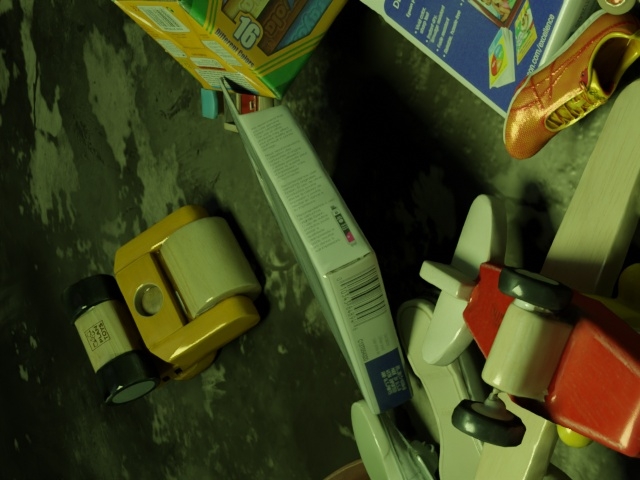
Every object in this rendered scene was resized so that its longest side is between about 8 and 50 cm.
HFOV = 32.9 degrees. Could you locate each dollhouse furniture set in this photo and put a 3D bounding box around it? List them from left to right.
[{"bbox_3d":[-0.124,-0.231,1.485,0.129,0.129,0.184,20,116,50],"label":"dollhouse furniture set"}]

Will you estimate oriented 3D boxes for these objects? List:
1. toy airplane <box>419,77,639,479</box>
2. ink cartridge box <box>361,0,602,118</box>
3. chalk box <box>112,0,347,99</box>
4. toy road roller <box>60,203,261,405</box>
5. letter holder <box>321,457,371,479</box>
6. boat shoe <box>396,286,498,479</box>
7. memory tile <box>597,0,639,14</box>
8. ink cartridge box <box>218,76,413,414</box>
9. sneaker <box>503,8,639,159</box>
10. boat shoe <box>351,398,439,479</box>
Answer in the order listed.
[{"bbox_3d":[0.242,0.094,1.021,0.386,0.272,0.384,115,169,-52],"label":"toy airplane"},{"bbox_3d":[0.172,-0.320,1.102,0.307,0.072,0.304,49,138,35],"label":"ink cartridge box"},{"bbox_3d":[-0.071,-0.338,1.287,0.179,0.289,0.180,43,165,-35],"label":"chalk box"},{"bbox_3d":[-0.229,0.115,1.741,0.329,0.240,0.203,-34,69,14],"label":"toy road roller"},{"bbox_3d":[0.020,0.435,1.506,0.302,0.152,0.214,-43,65,51],"label":"letter holder"},{"bbox_3d":[0.187,0.210,1.262,0.112,0.095,0.335,-8,100,58],"label":"boat shoe"},{"bbox_3d":[0.304,-0.252,0.929,0.148,0.012,0.113,3,117,33],"label":"memory tile"},{"bbox_3d":[0.000,0.000,1.303,0.324,0.071,0.330,70,175,-54],"label":"ink cartridge box"},{"bbox_3d":[0.236,-0.142,1.026,0.175,0.064,0.067,-53,32,27],"label":"sneaker"},{"bbox_3d":[0.115,0.300,1.386,0.228,0.081,0.079,64,158,6],"label":"boat shoe"}]
